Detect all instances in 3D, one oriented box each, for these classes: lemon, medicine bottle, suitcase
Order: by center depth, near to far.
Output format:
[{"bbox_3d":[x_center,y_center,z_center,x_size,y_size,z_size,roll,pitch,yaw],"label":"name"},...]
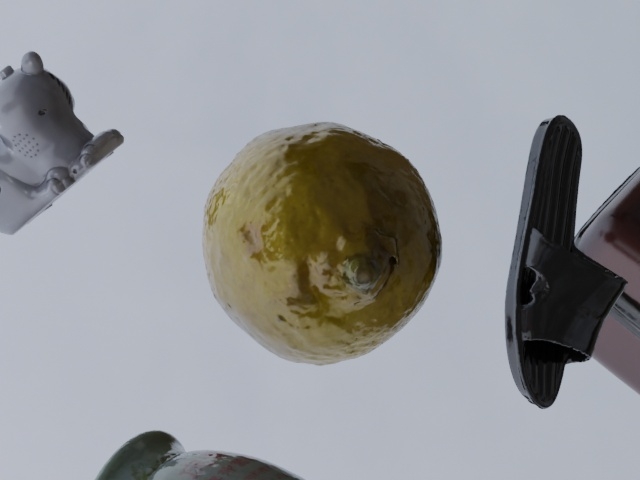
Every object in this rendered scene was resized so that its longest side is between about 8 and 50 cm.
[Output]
[{"bbox_3d":[-0.082,0.215,1.368,0.147,0.143,0.147,-38,-43,-48],"label":"medicine bottle"},{"bbox_3d":[0.000,0.000,1.533,0.188,0.188,0.256,62,178,-16],"label":"lemon"},{"bbox_3d":[0.365,0.020,1.803,0.236,0.161,0.297,39,-133,11],"label":"suitcase"}]

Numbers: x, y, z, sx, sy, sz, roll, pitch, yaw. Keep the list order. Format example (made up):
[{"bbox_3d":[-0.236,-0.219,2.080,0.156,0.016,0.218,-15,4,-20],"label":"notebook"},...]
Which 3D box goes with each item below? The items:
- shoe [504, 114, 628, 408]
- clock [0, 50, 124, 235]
[{"bbox_3d":[0.136,0.010,1.053,0.062,0.053,0.159,21,-109,-58],"label":"shoe"},{"bbox_3d":[-0.263,-0.085,1.733,0.117,0.176,0.080,51,-136,-3],"label":"clock"}]
